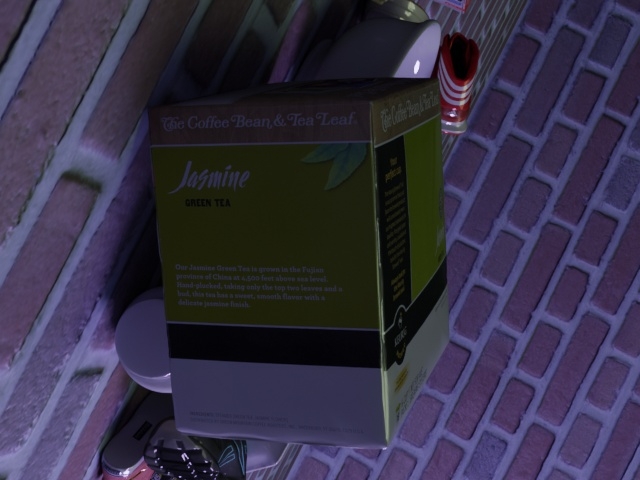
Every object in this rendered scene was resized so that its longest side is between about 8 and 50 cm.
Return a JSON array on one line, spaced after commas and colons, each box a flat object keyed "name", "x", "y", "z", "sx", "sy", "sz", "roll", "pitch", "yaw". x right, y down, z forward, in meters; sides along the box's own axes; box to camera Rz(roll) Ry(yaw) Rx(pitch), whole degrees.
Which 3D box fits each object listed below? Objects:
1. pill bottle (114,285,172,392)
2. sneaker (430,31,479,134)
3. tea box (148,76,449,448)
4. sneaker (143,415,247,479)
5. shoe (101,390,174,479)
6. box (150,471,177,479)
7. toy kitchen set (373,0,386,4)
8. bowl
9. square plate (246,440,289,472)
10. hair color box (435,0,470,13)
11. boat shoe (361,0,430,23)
[{"name": "pill bottle", "x": -0.157, "y": 0.112, "z": 1.117, "sx": 0.117, "sy": 0.117, "sz": 0.215, "roll": -63, "pitch": 170, "yaw": -2}, {"name": "sneaker", "x": 0.196, "y": -0.262, "z": 1.451, "sx": 0.221, "sy": 0.087, "sz": 0.128, "roll": -98, "pitch": -162, "yaw": -50}, {"name": "tea box", "x": 0.000, "y": 0.000, "z": 1.029, "sx": 0.329, "sy": 0.220, "sz": 0.323, "roll": -34, "pitch": 124, "yaw": -69}, {"name": "sneaker", "x": -0.158, "y": 0.271, "z": 1.298, "sx": 0.267, "sy": 0.101, "sz": 0.106, "roll": 73, "pitch": 25, "yaw": -59}, {"name": "shoe", "x": -0.228, "y": 0.264, "z": 1.314, "sx": 0.178, "sy": 0.063, "sz": 0.081, "roll": -45, "pitch": 161, "yaw": -45}, {"name": "box", "x": -0.174, "y": 0.290, "z": 1.491, "sx": 0.191, "sy": 0.045, "sz": 0.184, "roll": -36, "pitch": 168, "yaw": -46}, {"name": "toy kitchen set", "x": 0.060, "y": -0.370, "z": 1.109, "sx": 0.207, "sy": 0.122, "sz": 0.166, "roll": -116, "pitch": -130, "yaw": -77}, {"name": "bowl", "x": 0.039, "y": -0.180, "z": 1.319, "sx": 0.298, "sy": 0.134, "sz": 0.298, "roll": -59, "pitch": 169, "yaw": -20}, {"name": "square plate", "x": -0.081, "y": 0.266, "z": 1.784, "sx": 0.347, "sy": 0.049, "sz": 0.344, "roll": -33, "pitch": -156, "yaw": 58}, {"name": "hair color box", "x": 0.211, "y": -0.447, "z": 1.623, "sx": 0.053, "sy": 0.093, "sz": 0.167, "roll": -62, "pitch": 169, "yaw": -11}, {"name": "boat shoe", "x": 0.100, "y": -0.284, "z": 1.466, "sx": 0.096, "sy": 0.098, "sz": 0.277, "roll": -63, "pitch": 171, "yaw": -7}]
